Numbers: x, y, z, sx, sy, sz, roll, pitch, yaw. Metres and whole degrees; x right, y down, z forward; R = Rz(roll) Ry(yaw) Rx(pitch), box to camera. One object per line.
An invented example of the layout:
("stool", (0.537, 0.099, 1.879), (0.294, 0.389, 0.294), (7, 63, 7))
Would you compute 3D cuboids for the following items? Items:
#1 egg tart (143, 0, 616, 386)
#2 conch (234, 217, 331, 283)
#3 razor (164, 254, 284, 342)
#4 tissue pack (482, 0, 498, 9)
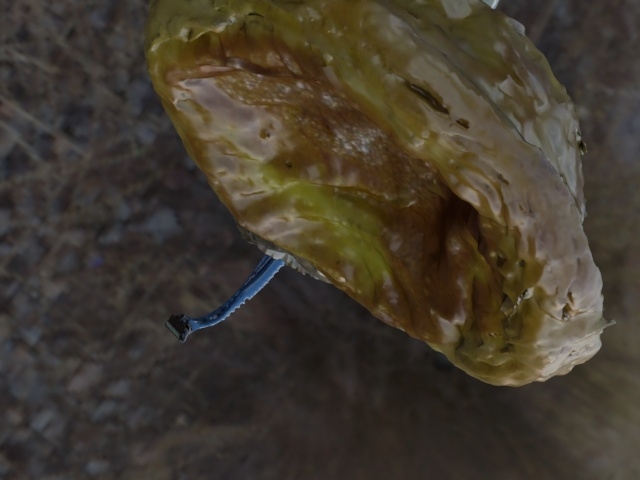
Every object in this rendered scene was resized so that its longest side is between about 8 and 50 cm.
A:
("egg tart", (0.050, -0.064, 1.051), (0.150, 0.352, 0.352), (-47, 150, -19))
("conch", (0.000, 0.000, 1.578), (0.130, 0.207, 0.155), (-45, 119, -40))
("razor", (-0.086, 0.045, 2.188), (0.253, 0.082, 0.042), (-41, 111, -9))
("tissue pack", (0.016, -0.378, 1.756), (0.205, 0.405, 0.332), (-44, 170, -25))
